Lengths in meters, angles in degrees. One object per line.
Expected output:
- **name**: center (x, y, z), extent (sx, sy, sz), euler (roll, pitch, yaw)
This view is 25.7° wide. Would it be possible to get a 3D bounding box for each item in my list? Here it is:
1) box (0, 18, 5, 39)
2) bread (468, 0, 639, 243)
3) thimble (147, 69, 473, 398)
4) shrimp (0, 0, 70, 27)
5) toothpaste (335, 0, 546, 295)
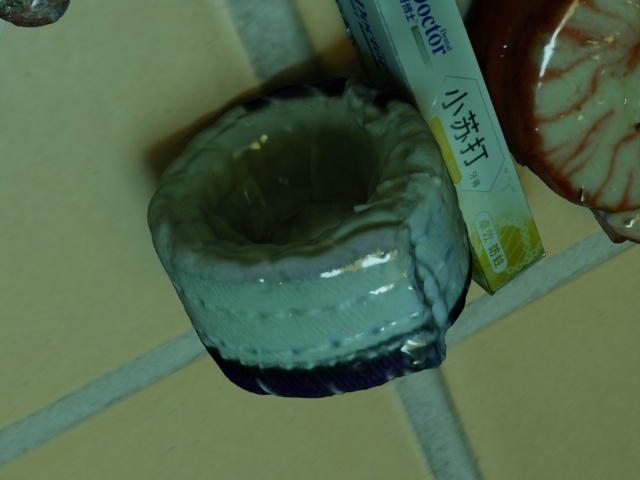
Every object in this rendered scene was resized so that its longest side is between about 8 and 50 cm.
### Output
- **box**: center (-0.303, -0.181, 0.883), extent (0.214, 0.069, 0.353), euler (6, 120, -28)
- **bread**: center (0.283, -0.153, 1.141), extent (0.327, 0.114, 0.295), euler (35, 103, -36)
- **thimble**: center (0.000, 0.000, 1.031), extent (0.237, 0.237, 0.150), euler (-29, 130, -5)
- **shrimp**: center (-0.211, -0.204, 0.831), extent (0.073, 0.075, 0.190), euler (-21, 136, 13)
- **toothpaste**: center (0.096, -0.097, 1.102), extent (0.071, 0.089, 0.313), euler (-33, 129, -9)
